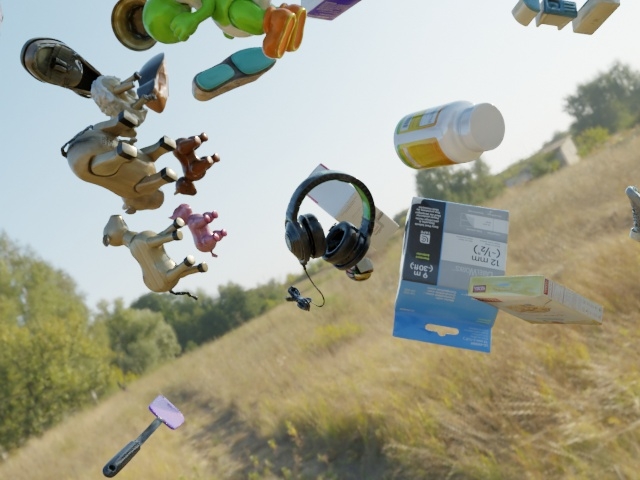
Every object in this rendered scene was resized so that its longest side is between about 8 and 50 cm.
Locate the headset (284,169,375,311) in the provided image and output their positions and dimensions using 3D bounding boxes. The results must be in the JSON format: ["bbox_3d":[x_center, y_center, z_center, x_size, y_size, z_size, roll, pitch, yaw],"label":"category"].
[{"bbox_3d":[0.000,0.000,1.910,0.244,0.394,0.185,11,9,-25],"label":"headset"}]

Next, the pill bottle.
[{"bbox_3d":[0.284,-0.234,1.547,0.136,0.136,0.246,-25,12,-27],"label":"pill bottle"}]

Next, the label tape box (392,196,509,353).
[{"bbox_3d":[0.323,0.080,1.732,0.249,0.347,0.115,10,-26,3],"label":"label tape box"}]

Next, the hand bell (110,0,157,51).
[{"bbox_3d":[-0.399,-0.543,1.720,0.126,0.126,0.242,-29,13,23],"label":"hand bell"}]

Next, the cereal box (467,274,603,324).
[{"bbox_3d":[0.444,0.125,1.444,0.240,0.047,0.173,22,-18,-37],"label":"cereal box"}]

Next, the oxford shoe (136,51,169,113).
[{"bbox_3d":[-0.415,-0.397,1.774,0.076,0.212,0.076,-20,-44,20],"label":"oxford shoe"}]

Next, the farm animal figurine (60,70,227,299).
[{"bbox_3d":[-0.325,-0.089,1.253,0.172,0.327,0.330,-23,42,25],"label":"farm animal figurine"}]

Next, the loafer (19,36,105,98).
[{"bbox_3d":[-0.523,-0.361,1.497,0.267,0.084,0.096,12,-82,-76],"label":"loafer"}]

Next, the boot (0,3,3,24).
[{"bbox_3d":[-0.812,-0.633,1.687,0.096,0.264,0.280,5,-41,-24],"label":"boot"}]

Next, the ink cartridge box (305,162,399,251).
[{"bbox_3d":[0.096,-0.104,2.274,0.117,0.207,0.283,-52,-42,3],"label":"ink cartridge box"}]

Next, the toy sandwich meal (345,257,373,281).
[{"bbox_3d":[0.114,0.083,2.020,0.086,0.085,0.029,-25,-35,-27],"label":"toy sandwich meal"}]

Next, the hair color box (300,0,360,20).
[{"bbox_3d":[0.056,-0.717,1.839,0.110,0.185,0.339,0,1,-22],"label":"hair color box"}]

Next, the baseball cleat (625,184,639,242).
[{"bbox_3d":[0.897,-0.059,1.962,0.109,0.206,0.072,-41,18,24],"label":"baseball cleat"}]

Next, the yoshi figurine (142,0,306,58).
[{"bbox_3d":[-0.229,-0.470,1.500,0.203,0.362,0.203,95,-162,-67],"label":"yoshi figurine"}]

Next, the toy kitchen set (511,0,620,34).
[{"bbox_3d":[0.563,-0.593,1.632,0.207,0.166,0.122,4,-18,-11],"label":"toy kitchen set"}]

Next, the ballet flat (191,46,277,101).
[{"bbox_3d":[-0.279,-0.522,2.210,0.316,0.107,0.106,-29,-11,-30],"label":"ballet flat"}]

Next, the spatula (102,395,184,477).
[{"bbox_3d":[-0.378,0.420,1.501,0.030,0.084,0.296,-50,-2,24],"label":"spatula"}]
